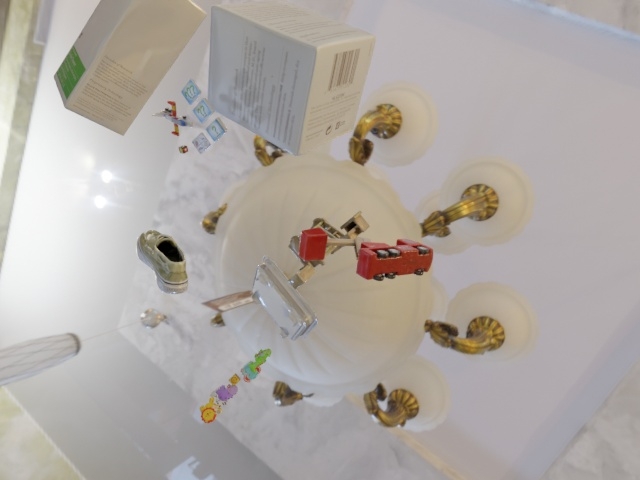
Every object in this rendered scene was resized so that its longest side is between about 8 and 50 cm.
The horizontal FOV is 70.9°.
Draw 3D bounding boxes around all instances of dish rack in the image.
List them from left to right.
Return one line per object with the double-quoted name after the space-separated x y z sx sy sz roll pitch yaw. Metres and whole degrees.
-0.143 0.218 1.540 0.285 0.072 0.333 51 -24 11 "dish rack"

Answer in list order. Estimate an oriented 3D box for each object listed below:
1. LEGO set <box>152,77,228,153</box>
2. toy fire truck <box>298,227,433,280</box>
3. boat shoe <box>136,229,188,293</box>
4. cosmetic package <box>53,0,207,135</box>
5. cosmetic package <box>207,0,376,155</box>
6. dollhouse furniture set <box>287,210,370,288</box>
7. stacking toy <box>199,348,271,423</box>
-0.411 -0.357 1.391 0.244 0.060 0.182 -22 -73 47 "LEGO set"
0.076 0.018 0.747 0.135 0.192 0.047 32 -60 51 "toy fire truck"
-0.419 0.033 1.218 0.302 0.109 0.094 38 -63 45 "boat shoe"
-0.460 -0.465 1.076 0.365 0.155 0.197 -51 -130 12 "cosmetic package"
-0.099 -0.530 1.426 0.394 0.329 0.327 32 -48 22 "cosmetic package"
0.000 0.000 1.063 0.101 0.182 0.161 50 -47 -1 "dollhouse furniture set"
-0.212 0.373 1.184 0.221 0.167 0.052 -41 -92 -8 "stacking toy"
